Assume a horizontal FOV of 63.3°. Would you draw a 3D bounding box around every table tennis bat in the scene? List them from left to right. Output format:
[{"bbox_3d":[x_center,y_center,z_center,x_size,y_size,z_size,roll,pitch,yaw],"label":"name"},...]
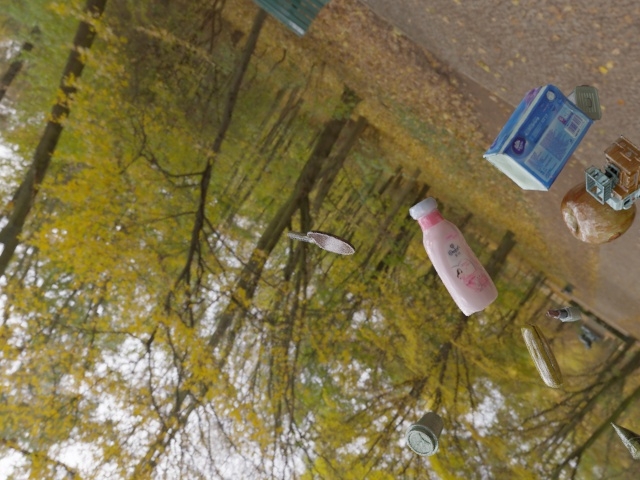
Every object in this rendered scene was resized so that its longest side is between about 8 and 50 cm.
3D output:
[{"bbox_3d":[0.000,0.000,1.085,0.158,0.014,0.095,11,161,30],"label":"table tennis bat"}]

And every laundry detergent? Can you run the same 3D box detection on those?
[{"bbox_3d":[0.364,0.036,1.444,0.159,0.088,0.335,-25,-97,-43],"label":"laundry detergent"}]

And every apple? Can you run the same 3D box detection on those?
[{"bbox_3d":[0.870,-0.094,1.627,0.211,0.187,0.211,-22,-90,-84],"label":"apple"}]

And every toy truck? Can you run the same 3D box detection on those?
[{"bbox_3d":[0.629,-0.125,1.100,0.080,0.115,0.177,56,-170,34],"label":"toy truck"}]

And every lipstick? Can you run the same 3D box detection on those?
[{"bbox_3d":[0.490,0.149,1.053,0.107,0.025,0.025,6,-118,-36],"label":"lipstick"}]

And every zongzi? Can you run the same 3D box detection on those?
[{"bbox_3d":[0.892,0.563,1.461,0.104,0.052,0.113,17,-158,-22],"label":"zongzi"}]

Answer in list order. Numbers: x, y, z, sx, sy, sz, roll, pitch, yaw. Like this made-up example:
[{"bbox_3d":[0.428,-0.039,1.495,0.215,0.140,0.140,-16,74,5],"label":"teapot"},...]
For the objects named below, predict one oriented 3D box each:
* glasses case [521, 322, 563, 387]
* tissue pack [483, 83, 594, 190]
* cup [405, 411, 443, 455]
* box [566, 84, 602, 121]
[{"bbox_3d":[0.764,0.396,1.790,0.079,0.064,0.234,135,112,-80],"label":"glasses case"},{"bbox_3d":[0.675,-0.315,1.613,0.198,0.263,0.146,35,179,-13],"label":"tissue pack"},{"bbox_3d":[0.371,0.665,1.808,0.120,0.120,0.141,37,-146,16],"label":"cup"},{"bbox_3d":[0.839,-0.429,1.667,0.084,0.122,0.069,-1,169,-11],"label":"box"}]
